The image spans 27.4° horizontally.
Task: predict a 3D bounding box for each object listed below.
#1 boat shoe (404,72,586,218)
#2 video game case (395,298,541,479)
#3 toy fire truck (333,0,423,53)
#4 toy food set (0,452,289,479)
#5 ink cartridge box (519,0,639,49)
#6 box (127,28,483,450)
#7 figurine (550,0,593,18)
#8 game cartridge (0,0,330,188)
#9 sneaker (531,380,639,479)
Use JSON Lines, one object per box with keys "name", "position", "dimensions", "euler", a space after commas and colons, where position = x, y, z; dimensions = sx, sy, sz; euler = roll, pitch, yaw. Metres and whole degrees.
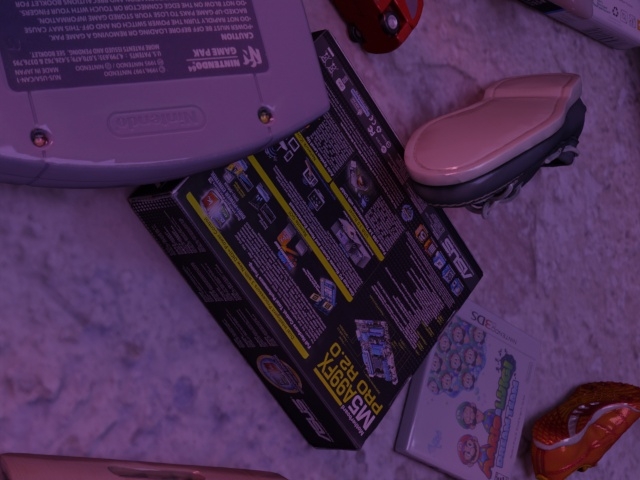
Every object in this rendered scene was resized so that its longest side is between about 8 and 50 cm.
{"name": "boat shoe", "position": [0.165, -0.071, 1.151], "dimensions": [0.319, 0.116, 0.099], "euler": [-38, 126, -59]}
{"name": "video game case", "position": [0.138, 0.140, 1.201], "dimensions": [0.143, 0.019, 0.157], "euler": [30, 67, -36]}
{"name": "toy fire truck", "position": [0.037, -0.272, 1.130], "dimensions": [0.192, 0.047, 0.135], "euler": [53, 54, -26]}
{"name": "toy food set", "position": [-0.133, 0.306, 0.908], "dimensions": [0.220, 0.092, 0.306], "euler": [11, 77, -29]}
{"name": "ink cartridge box", "position": [0.264, -0.323, 1.341], "dimensions": [0.206, 0.045, 0.208], "euler": [15, 77, -41]}
{"name": "box", "position": [0.000, 0.000, 1.063], "dimensions": [0.216, 0.060, 0.270], "euler": [-51, 118, -32]}
{"name": "figurine", "position": [0.194, -0.329, 1.211], "dimensions": [0.209, 0.092, 0.214], "euler": [22, 75, -23]}
{"name": "game cartridge", "position": [-0.138, -0.136, 0.912], "dimensions": [0.294, 0.060, 0.196], "euler": [-9, 77, -34]}
{"name": "sneaker", "position": [0.264, 0.187, 1.294], "dimensions": [0.175, 0.064, 0.067], "euler": [-20, 119, -36]}
